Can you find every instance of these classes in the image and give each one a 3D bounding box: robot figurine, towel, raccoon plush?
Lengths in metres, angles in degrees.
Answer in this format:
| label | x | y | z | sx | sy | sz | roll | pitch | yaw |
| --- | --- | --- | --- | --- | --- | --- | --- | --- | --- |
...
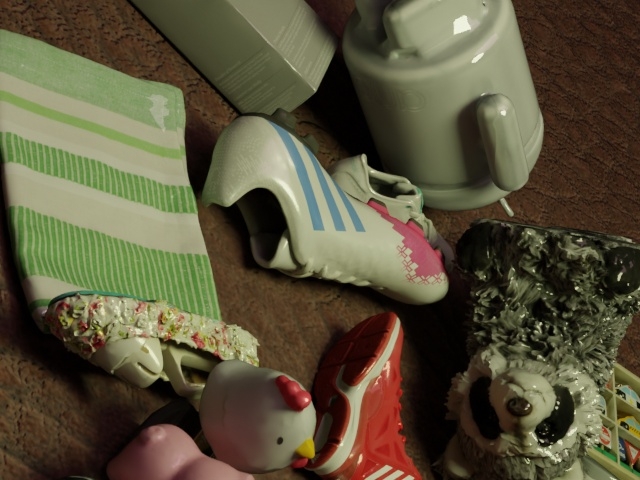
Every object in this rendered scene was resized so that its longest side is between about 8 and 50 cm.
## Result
| label | x | y | z | sx | sy | sz | roll | pitch | yaw |
| --- | --- | --- | --- | --- | --- | --- | --- | --- | --- |
| robot figurine | 0.145 | -0.175 | 2.118 | 0.300 | 0.199 | 0.353 | 54 | -10 | 46 |
| towel | -0.207 | -0.040 | 1.787 | 0.248 | 0.038 | 0.325 | 17 | 52 | -42 |
| raccoon plush | 0.288 | 0.141 | 2.084 | 0.446 | 0.216 | 0.299 | 4 | 96 | -58 |

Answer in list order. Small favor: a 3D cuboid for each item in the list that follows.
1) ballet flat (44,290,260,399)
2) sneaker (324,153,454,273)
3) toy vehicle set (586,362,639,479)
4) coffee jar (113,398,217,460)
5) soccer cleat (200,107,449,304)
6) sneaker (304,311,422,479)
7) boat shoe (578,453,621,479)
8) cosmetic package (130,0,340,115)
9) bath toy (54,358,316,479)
| label | x | y | z | sx | sy | sz | roll | pitch | yaw |
| --- | --- | --- | --- | --- | --- | --- | --- | --- | --- |
| ballet flat | -0.143 | 0.102 | 1.667 | 0.241 | 0.091 | 0.077 | 15 | 50 | -42 |
| sneaker | 0.093 | -0.026 | 2.088 | 0.212 | 0.094 | 0.080 | 34 | 40 | -31 |
| toy vehicle set | 0.322 | 0.202 | 2.240 | 0.267 | 0.035 | 0.166 | 33 | 42 | -31 |
| coffee jar | -0.104 | 0.237 | 1.660 | 0.184 | 0.079 | 0.096 | 51 | 35 | -8 |
| soccer cleat | 0.000 | 0.000 | 1.965 | 0.331 | 0.116 | 0.143 | 40 | 61 | -27 |
| sneaker | 0.057 | 0.188 | 1.909 | 0.128 | 0.087 | 0.221 | 50 | 47 | -25 |
| boat shoe | 0.378 | 0.373 | 2.131 | 0.320 | 0.103 | 0.118 | 43 | -2 | -26 |
| cosmetic package | -0.099 | -0.253 | 2.028 | 0.238 | 0.107 | 0.127 | 44 | 36 | -14 |
| bath toy | -0.122 | 0.219 | 1.523 | 0.348 | 0.129 | 0.151 | -37 | 96 | -35 |
